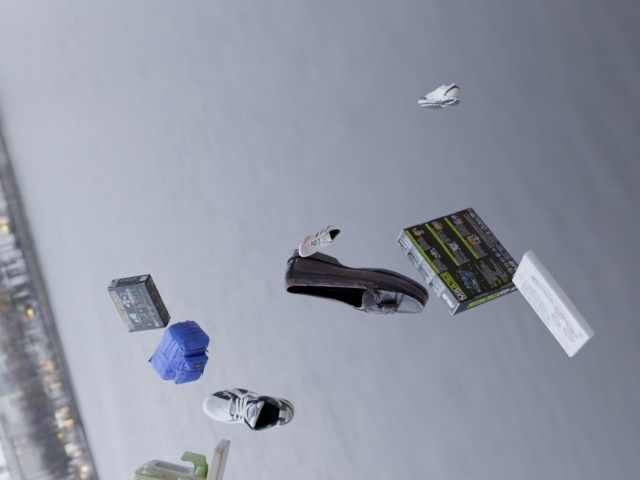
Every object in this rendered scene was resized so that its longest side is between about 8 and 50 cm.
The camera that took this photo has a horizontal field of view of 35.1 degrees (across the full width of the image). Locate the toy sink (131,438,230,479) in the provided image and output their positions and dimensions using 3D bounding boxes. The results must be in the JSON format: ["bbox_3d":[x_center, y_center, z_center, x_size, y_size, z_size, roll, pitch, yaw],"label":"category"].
[{"bbox_3d":[-0.239,0.429,1.628,0.153,0.131,0.234,94,-171,-86],"label":"toy sink"}]

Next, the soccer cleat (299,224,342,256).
[{"bbox_3d":[0.000,0.000,1.657,0.035,0.083,0.029,2,120,56],"label":"soccer cleat"}]

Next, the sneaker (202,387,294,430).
[{"bbox_3d":[-0.187,0.423,2.534,0.153,0.234,0.094,73,-150,-80],"label":"sneaker"}]

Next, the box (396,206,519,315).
[{"bbox_3d":[0.270,0.036,1.922,0.191,0.184,0.045,54,145,25],"label":"box"}]

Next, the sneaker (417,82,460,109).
[{"bbox_3d":[0.252,-0.303,2.124,0.109,0.040,0.044,-4,72,44],"label":"sneaker"}]

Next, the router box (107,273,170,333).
[{"bbox_3d":[-0.383,0.134,2.137,0.038,0.092,0.122,-70,-34,-55],"label":"router box"}]

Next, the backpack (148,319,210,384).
[{"bbox_3d":[-0.282,0.233,2.118,0.101,0.098,0.120,39,119,27],"label":"backpack"}]

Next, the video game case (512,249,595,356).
[{"bbox_3d":[0.359,0.100,1.568,0.157,0.019,0.143,55,172,17],"label":"video game case"}]

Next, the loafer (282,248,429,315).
[{"bbox_3d":[0.067,0.107,2.056,0.109,0.302,0.095,106,-179,-48],"label":"loafer"}]
